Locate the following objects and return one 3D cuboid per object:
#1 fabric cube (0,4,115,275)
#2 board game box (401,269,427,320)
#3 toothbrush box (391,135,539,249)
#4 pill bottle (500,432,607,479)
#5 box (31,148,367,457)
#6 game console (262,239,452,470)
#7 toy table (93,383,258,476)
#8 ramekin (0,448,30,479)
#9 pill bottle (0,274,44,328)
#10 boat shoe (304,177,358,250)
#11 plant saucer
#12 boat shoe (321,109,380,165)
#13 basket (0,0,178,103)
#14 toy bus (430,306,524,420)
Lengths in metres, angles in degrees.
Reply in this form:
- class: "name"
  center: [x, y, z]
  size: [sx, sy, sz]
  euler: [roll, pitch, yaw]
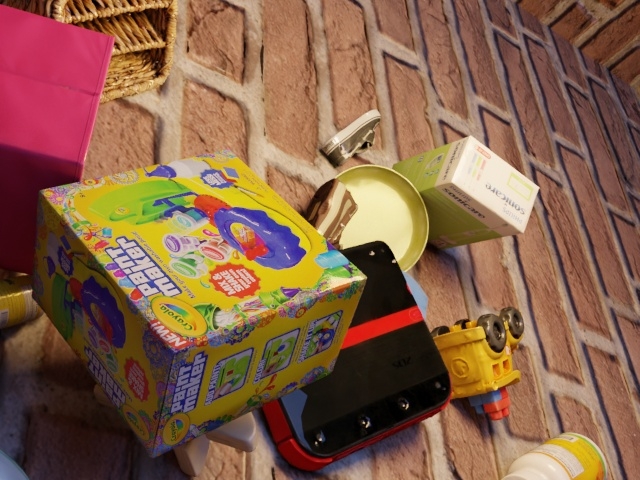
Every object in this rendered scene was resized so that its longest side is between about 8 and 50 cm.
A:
- class: "fabric cube"
  center: [-0.439, -0.139, 1.110]
  size: [0.258, 0.254, 0.259]
  euler: [13, 49, -16]
- class: "board game box"
  center: [0.146, 0.126, 1.641]
  size: [0.133, 0.033, 0.168]
  euler: [34, 39, -16]
- class: "toothbrush box"
  center: [0.290, -0.094, 1.814]
  size: [0.206, 0.283, 0.122]
  euler: [32, 69, -21]
- class: "pill bottle"
  center: [0.447, 0.471, 1.633]
  size: [0.246, 0.136, 0.136]
  euler: [-8, 65, -48]
- class: "box"
  center: [-0.155, 0.059, 1.025]
  size: [0.279, 0.177, 0.290]
  euler: [-19, 50, -40]
- class: "game console"
  center: [0.041, 0.187, 1.464]
  size: [0.387, 0.060, 0.342]
  euler: [-14, 72, -39]
- class: "toy table"
  center: [-0.175, 0.195, 1.177]
  size: [0.161, 0.274, 0.252]
  euler: [-56, 136, -41]
- class: "ramekin"
  center: [-0.426, 0.336, 0.852]
  size: [0.303, 0.148, 0.303]
  euler: [27, 43, -28]
- class: "pill bottle"
  center: [-0.417, 0.082, 1.145]
  size: [0.116, 0.065, 0.065]
  euler: [-14, 70, -50]
- class: "boat shoe"
  center: [0.005, -0.002, 1.591]
  size: [0.095, 0.095, 0.257]
  euler: [44, 57, -22]
- class: "plant saucer"
  center: [0.103, -0.034, 1.711]
  size: [0.241, 0.037, 0.241]
  euler: [3, 80, -15]
- class: "boat shoe"
  center: [0.084, -0.231, 1.913]
  size: [0.070, 0.078, 0.219]
  euler: [49, 45, 0]
- class: "basket"
  center: [-0.377, -0.389, 1.460]
  size: [0.223, 0.213, 0.299]
  euler: [53, 38, 5]
- class: "toy bus"
  center: [0.344, 0.256, 1.720]
  size: [0.220, 0.149, 0.211]
  euler: [-10, 80, -52]
